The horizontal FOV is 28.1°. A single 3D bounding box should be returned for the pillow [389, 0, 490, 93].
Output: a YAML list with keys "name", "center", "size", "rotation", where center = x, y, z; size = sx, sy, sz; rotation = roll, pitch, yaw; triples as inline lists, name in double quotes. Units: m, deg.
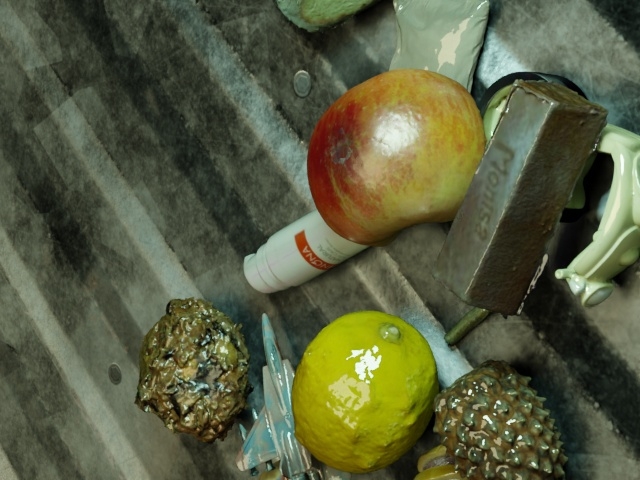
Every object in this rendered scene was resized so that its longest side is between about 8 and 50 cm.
- name: "pillow"
  center: [0.160, -0.249, 1.948]
  size: [0.173, 0.067, 0.270]
  rotation: [23, 110, 36]

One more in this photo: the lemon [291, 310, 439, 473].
- name: "lemon"
  center: [0.067, 0.237, 1.990]
  size: [0.233, 0.233, 0.288]
  rotation: [48, 130, 29]

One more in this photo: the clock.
- name: "clock"
  center: [0.351, -0.074, 1.761]
  size: [0.379, 0.120, 0.276]
  rotation: [36, 117, 40]

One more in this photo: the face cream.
- name: "face cream"
  center: [0.000, 0.000, 2.110]
  size: [0.345, 0.102, 0.102]
  rotation: [-32, 74, 42]

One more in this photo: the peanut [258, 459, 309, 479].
- name: "peanut"
  center: [-0.077, 0.509, 2.251]
  size: [0.125, 0.111, 0.274]
  rotation: [34, 115, 53]

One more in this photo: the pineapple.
- name: "pineapple"
  center: [0.303, 0.348, 1.843]
  size: [0.175, 0.175, 0.361]
  rotation: [-40, 81, 40]

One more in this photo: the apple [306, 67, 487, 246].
- name: "apple"
  center: [0.079, -0.129, 1.852]
  size: [0.293, 0.163, 0.251]
  rotation: [-22, 67, 42]

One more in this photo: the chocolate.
- name: "chocolate"
  center: [0.255, -0.052, 1.700]
  size: [0.112, 0.112, 0.321]
  rotation: [39, 115, 43]

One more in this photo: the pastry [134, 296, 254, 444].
- name: "pastry"
  center: [-0.239, 0.231, 2.286]
  size: [0.275, 0.193, 0.275]
  rotation: [18, 110, 62]

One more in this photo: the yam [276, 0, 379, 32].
- name: "yam"
  center: [0.057, -0.429, 1.967]
  size: [0.254, 0.154, 0.154]
  rotation: [-27, 77, 43]

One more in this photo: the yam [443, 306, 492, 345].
- name: "yam"
  center: [0.230, 0.126, 1.956]
  size: [0.129, 0.027, 0.033]
  rotation: [-49, 61, 37]

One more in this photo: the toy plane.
- name: "toy plane"
  center: [-0.055, 0.279, 2.191]
  size: [0.223, 0.104, 0.326]
  rotation: [-19, 61, 8]

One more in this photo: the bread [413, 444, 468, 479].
- name: "bread"
  center: [0.192, 0.412, 1.934]
  size: [0.134, 0.081, 0.225]
  rotation: [-29, 39, 34]
